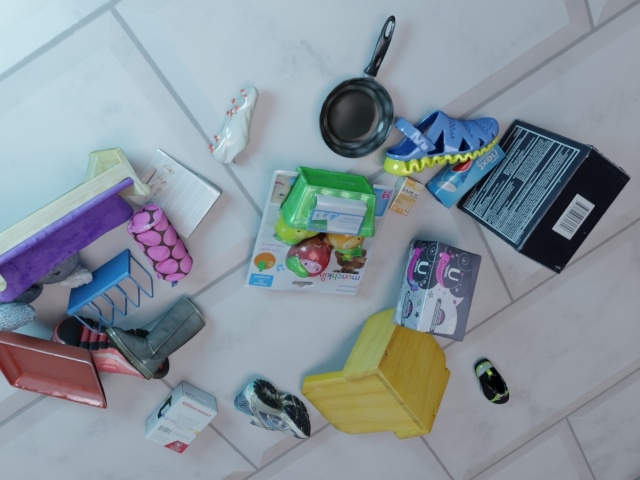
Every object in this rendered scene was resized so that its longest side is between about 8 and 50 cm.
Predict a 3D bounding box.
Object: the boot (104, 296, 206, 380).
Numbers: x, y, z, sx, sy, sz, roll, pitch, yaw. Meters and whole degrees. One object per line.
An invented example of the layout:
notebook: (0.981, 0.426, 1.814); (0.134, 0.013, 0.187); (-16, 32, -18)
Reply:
boot: (-0.409, 0.221, 1.357); (0.208, 0.076, 0.190); (-46, 125, -25)

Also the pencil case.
pencil case: (-0.380, 0.012, 1.272); (0.098, 0.095, 0.209); (-17, 136, -1)

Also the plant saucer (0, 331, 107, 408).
plant saucer: (-0.650, 0.309, 1.306); (0.258, 0.048, 0.259); (13, 140, 0)

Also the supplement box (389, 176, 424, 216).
supplement box: (0.228, -0.122, 1.458); (0.062, 0.036, 0.098); (20, 107, -25)

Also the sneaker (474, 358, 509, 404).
sneaker: (0.594, 0.505, 1.835); (0.084, 0.097, 0.235); (-36, 120, 2)

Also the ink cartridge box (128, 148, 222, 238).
ink cartridge box: (-0.350, -0.112, 1.295); (0.179, 0.045, 0.145); (37, 101, -10)

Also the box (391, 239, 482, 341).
box: (0.323, 0.137, 1.503); (0.163, 0.142, 0.247); (16, 84, -24)

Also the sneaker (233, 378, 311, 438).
sneaker: (-0.143, 0.522, 1.632); (0.122, 0.110, 0.283); (-34, 119, 22)

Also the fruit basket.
fruit basket: (0.000, 0.000, 1.377); (0.327, 0.165, 0.353); (7, 116, -20)

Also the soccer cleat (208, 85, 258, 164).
soccer cleat: (-0.187, -0.265, 1.250); (0.076, 0.068, 0.196); (22, 114, -30)

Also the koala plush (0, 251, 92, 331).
koala plush: (-0.652, 0.063, 1.217); (0.221, 0.203, 0.196); (-32, 105, -22)

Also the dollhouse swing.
dollhouse swing: (0.169, 0.417, 1.686); (0.347, 0.305, 0.315); (52, 51, -29)

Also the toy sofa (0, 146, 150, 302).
toy sofa: (-0.533, -0.031, 1.106); (0.362, 0.150, 0.177); (-43, 120, -34)

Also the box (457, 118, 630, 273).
box: (0.570, -0.124, 1.415); (0.182, 0.294, 0.296); (24, 106, -28)

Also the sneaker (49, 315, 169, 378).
sneaker: (-0.547, 0.291, 1.397); (0.314, 0.116, 0.136); (29, 130, -31)

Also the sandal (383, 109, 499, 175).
sandal: (0.308, -0.266, 1.365); (0.317, 0.126, 0.138); (-17, 119, -11)

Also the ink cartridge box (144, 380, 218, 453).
ink cartridge box: (-0.398, 0.508, 1.546); (0.127, 0.072, 0.175); (38, 99, -28)

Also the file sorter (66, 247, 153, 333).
file sorter: (-0.505, 0.128, 1.307); (0.170, 0.118, 0.104); (-33, 122, 0)

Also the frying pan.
frying pan: (0.082, -0.358, 1.292); (0.197, 0.053, 0.326); (-11, 116, -14)

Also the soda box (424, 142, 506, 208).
soda box: (0.390, -0.189, 1.459); (0.210, 0.067, 0.071); (-44, 119, 6)
